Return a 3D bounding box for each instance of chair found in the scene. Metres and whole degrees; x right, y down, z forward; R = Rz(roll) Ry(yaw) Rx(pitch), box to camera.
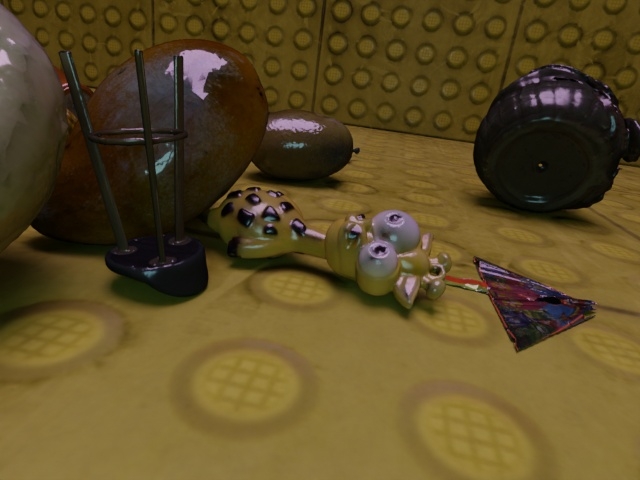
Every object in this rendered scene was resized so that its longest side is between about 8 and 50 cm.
[{"bbox_3d":[-0.164,-0.055,0.384,0.095,0.222,0.104,-2,21,4],"label":"chair"}]

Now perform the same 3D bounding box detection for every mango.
[{"bbox_3d":[-0.198,-0.112,0.499,0.192,0.146,0.316,43,73,7],"label":"mango"}]

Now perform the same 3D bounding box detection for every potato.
[{"bbox_3d":[-0.054,-0.207,0.910,0.251,0.159,0.174,-9,1,-19],"label":"potato"}]

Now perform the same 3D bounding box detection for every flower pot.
[{"bbox_3d":[0.491,-0.206,0.895,0.301,0.302,0.213,13,44,15],"label":"flower pot"}]

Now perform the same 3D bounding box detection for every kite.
[{"bbox_3d":[0.230,0.064,0.486,0.183,0.014,0.241,11,22,11],"label":"kite"}]

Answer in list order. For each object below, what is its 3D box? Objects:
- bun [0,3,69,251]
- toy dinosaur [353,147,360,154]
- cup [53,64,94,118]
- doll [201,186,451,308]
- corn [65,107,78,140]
[{"bbox_3d":[-0.383,-0.080,0.294,0.352,0.349,0.227,-24,-9,-35],"label":"bun"},{"bbox_3d":[0.068,-0.256,1.226,0.055,0.049,0.154,19,28,34],"label":"toy dinosaur"},{"bbox_3d":[-0.733,-0.386,1.169,0.263,0.183,0.226,26,-5,25],"label":"cup"},{"bbox_3d":[0.000,-0.001,0.476,0.290,0.086,0.117,16,52,20],"label":"doll"},{"bbox_3d":[-0.461,-0.197,0.620,0.130,0.131,0.347,9,-13,4],"label":"corn"}]
